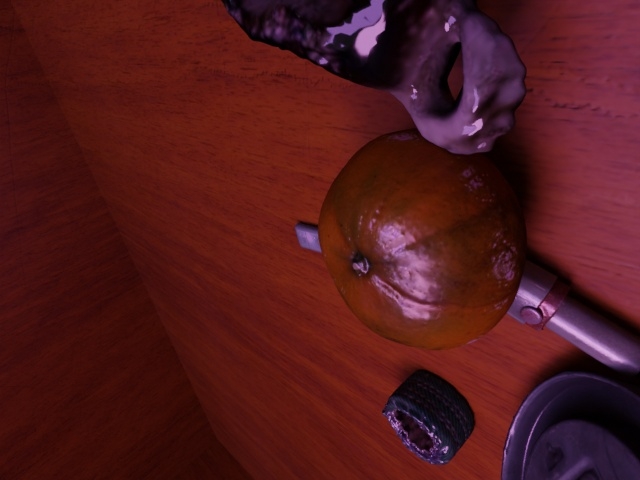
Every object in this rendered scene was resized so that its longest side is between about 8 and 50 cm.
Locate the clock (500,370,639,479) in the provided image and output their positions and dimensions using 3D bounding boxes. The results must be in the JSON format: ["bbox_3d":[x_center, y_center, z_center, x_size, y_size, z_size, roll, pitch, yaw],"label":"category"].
[{"bbox_3d":[0.290,0.297,0.426,0.066,0.319,0.319,9,140,-6],"label":"clock"}]

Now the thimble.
[{"bbox_3d":[0.183,0.300,0.729,0.135,0.090,0.119,43,143,23],"label":"thimble"}]

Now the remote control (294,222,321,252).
[{"bbox_3d":[0.000,0.000,0.768,0.124,0.017,0.053,13,129,47],"label":"remote control"}]

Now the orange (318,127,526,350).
[{"bbox_3d":[0.099,0.004,0.463,0.240,0.171,0.240,26,128,38],"label":"orange"}]

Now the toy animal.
[{"bbox_3d":[0.086,-0.251,0.295,0.303,0.194,0.344,52,150,16],"label":"toy animal"}]

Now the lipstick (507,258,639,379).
[{"bbox_3d":[0.286,0.097,0.455,0.186,0.057,0.063,35,141,25],"label":"lipstick"}]
